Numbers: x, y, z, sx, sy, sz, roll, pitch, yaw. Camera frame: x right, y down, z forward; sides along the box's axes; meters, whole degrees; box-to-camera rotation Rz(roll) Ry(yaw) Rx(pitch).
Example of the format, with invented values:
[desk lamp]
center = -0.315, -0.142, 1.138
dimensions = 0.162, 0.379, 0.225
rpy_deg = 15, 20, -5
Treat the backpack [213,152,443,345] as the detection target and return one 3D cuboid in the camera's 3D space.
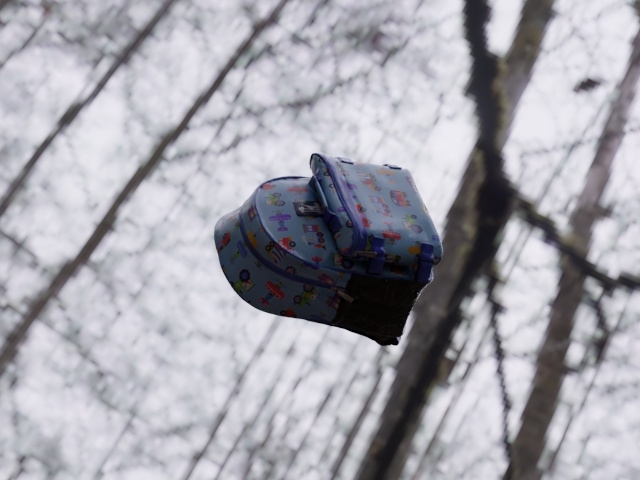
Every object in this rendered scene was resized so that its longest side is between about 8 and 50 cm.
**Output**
[backpack]
center = 0.000, 0.000, 1.565
dimensions = 0.173, 0.158, 0.117
rpy_deg = 10, -52, -23
